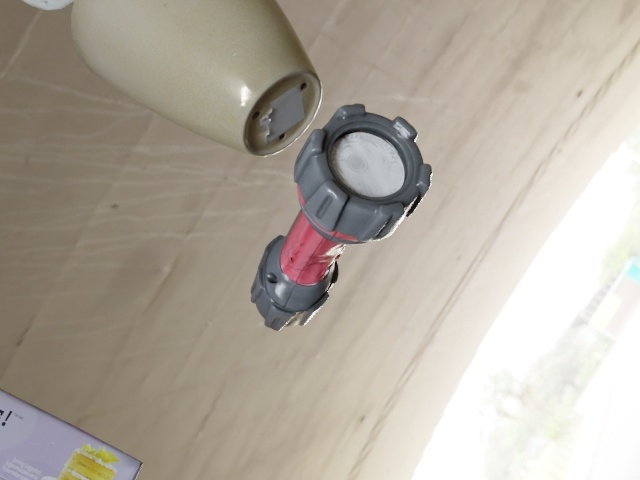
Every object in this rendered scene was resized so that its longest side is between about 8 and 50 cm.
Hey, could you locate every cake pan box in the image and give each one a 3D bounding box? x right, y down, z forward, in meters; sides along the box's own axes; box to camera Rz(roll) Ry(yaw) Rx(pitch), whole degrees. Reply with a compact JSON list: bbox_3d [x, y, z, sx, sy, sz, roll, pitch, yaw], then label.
[{"bbox_3d":[-0.287,0.174,0.776,0.070,0.246,0.267,-62,6,-27],"label":"cake pan box"}]

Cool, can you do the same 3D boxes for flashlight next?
[{"bbox_3d":[0.000,0.000,0.822,0.103,0.103,0.304,-15,-20,-24],"label":"flashlight"}]

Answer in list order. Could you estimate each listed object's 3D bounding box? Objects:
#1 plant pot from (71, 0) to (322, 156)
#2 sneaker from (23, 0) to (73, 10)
[{"bbox_3d":[-0.131,-0.237,1.176,0.256,0.274,0.256,-35,-29,-23],"label":"plant pot"},{"bbox_3d":[-0.130,-0.315,0.589,0.150,0.135,0.366,-49,-6,-46],"label":"sneaker"}]
